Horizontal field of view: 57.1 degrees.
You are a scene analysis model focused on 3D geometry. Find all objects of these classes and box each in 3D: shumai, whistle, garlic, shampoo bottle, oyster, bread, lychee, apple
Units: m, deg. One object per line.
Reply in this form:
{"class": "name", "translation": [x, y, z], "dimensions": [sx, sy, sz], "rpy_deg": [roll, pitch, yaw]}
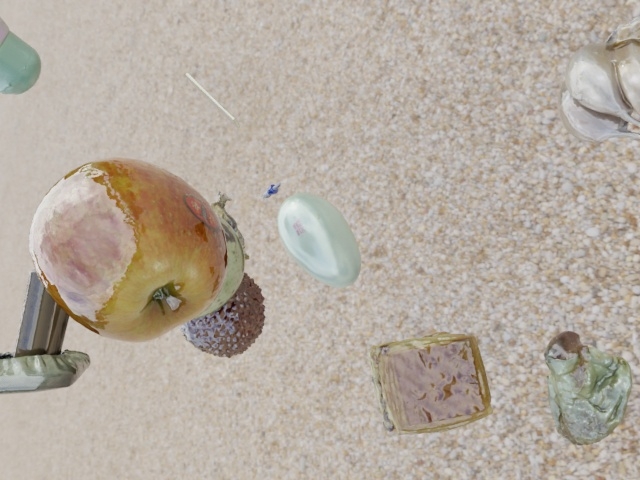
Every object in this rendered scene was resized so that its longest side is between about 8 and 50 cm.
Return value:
{"class": "shumai", "translation": [0.617, 0.365, 1.466], "dimensions": [0.222, 0.203, 0.272], "rpy_deg": [-78, 7, -73]}
{"class": "whistle", "translation": [-0.142, -0.147, 1.738], "dimensions": [0.083, 0.033, 0.029], "rpy_deg": [-34, 79, 42]}
{"class": "garlic", "translation": [0.642, -0.329, 1.274], "dimensions": [0.237, 0.210, 0.292], "rpy_deg": [9, 61, 24]}
{"class": "shampoo bottle", "translation": [-0.857, -0.501, 1.440], "dimensions": [0.221, 0.349, 0.151], "rpy_deg": [-12, 51, 37]}
{"class": "oyster", "translation": [-0.272, -0.030, 1.730], "dimensions": [0.214, 0.083, 0.223], "rpy_deg": [-112, -2, -74]}
{"class": "bread", "translation": [0.318, 0.412, 1.738], "dimensions": [0.167, 0.324, 0.278], "rpy_deg": [3, -106, -84]}
{"class": "lychee", "translation": [-0.282, 0.211, 1.695], "dimensions": [0.300, 0.264, 0.264], "rpy_deg": [-61, 39, 38]}
{"class": "apple", "translation": [-0.282, 0.026, 0.903], "dimensions": [0.278, 0.309, 0.250], "rpy_deg": [-60, 35, 7]}

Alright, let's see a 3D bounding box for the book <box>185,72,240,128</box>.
{"class": "book", "translation": [-0.285, -0.371, 1.574], "dimensions": [0.012, 0.172, 0.118], "rpy_deg": [-46, 1, -1]}

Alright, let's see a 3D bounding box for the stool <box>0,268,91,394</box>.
{"class": "stool", "translation": [-0.615, 0.167, 1.137], "dimensions": [0.310, 0.310, 0.226], "rpy_deg": [171, 100, -75]}

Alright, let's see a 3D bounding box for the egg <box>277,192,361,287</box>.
{"class": "egg", "translation": [0.000, 0.000, 2.026], "dimensions": [0.371, 0.230, 0.230], "rpy_deg": [52, 132, 6]}

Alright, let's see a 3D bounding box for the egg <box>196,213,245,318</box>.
{"class": "egg", "translation": [-0.358, 0.046, 1.381], "dimensions": [0.287, 0.379, 0.288], "rpy_deg": [-22, 63, 55]}
